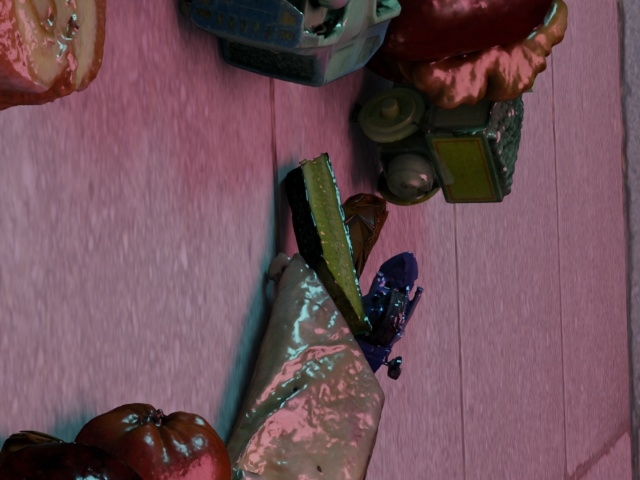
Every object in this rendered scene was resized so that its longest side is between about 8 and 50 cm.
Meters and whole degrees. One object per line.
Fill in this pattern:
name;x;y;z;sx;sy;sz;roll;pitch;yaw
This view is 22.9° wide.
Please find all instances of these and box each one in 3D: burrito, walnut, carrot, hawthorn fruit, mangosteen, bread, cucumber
burrito;-0.016;0.192;1.564;0.175;0.107;0.348;41;42;-30
walnut;0.153;-0.266;1.793;0.269;0.221;0.244;-32;104;-27
carrot;0.022;0.023;1.760;0.229;0.069;0.069;-63;145;-51
hawthorn fruit;-0.138;0.202;1.252;0.133;0.132;0.138;-14;115;-68
mangosteen;-0.183;0.218;1.120;0.180;0.166;0.166;-105;-174;-72
bread;-0.232;-0.188;1.045;0.190;0.123;0.244;-67;149;-49
cucumber;0.000;0.000;1.661;0.070;0.046;0.220;30;41;-58

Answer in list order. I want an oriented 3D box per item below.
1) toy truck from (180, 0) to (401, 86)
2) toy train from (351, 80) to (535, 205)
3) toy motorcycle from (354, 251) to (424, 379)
toy truck;-0.019;-0.241;1.551;0.279;0.155;0.156;-36;139;-65
toy train;0.155;-0.161;1.939;0.159;0.188;0.272;68;28;-45
toy motorcycle;0.055;0.103;1.751;0.205;0.076;0.114;120;-13;-50
